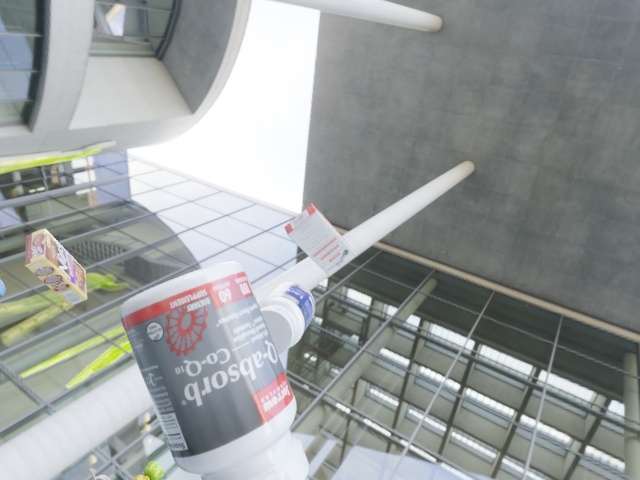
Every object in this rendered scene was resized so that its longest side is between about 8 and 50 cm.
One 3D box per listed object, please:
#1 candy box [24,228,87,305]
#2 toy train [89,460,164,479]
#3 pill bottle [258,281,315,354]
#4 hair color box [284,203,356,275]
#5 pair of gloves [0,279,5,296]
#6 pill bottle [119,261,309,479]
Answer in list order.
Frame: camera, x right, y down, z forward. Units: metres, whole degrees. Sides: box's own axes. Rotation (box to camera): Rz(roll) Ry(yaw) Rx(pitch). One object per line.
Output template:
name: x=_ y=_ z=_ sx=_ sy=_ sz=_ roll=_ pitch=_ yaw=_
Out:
candy box: x=-0.676 y=0.072 z=1.113 sx=0.186 sy=0.053 sz=0.109 roll=76 pitch=-12 yaw=-50
toy train: x=-0.421 y=0.565 z=0.991 sx=0.105 sy=0.143 sz=0.247 roll=-1 pitch=-69 yaw=27
pill bottle: x=-0.109 y=0.219 z=1.226 sx=0.153 sy=0.265 sz=0.153 roll=1 pitch=-82 yaw=9
hair color box: x=0.000 y=0.000 z=1.079 sx=0.093 sy=0.053 sz=0.167 roll=-40 pitch=-61 yaw=6
pair of gloves: x=-0.767 y=0.108 z=0.922 sx=0.199 sy=0.023 sz=0.159 roll=-12 pitch=-110 yaw=2
pill bottle: x=-0.164 y=0.235 z=0.709 sx=0.210 sy=0.210 sz=0.362 roll=-25 pitch=-94 yaw=38
